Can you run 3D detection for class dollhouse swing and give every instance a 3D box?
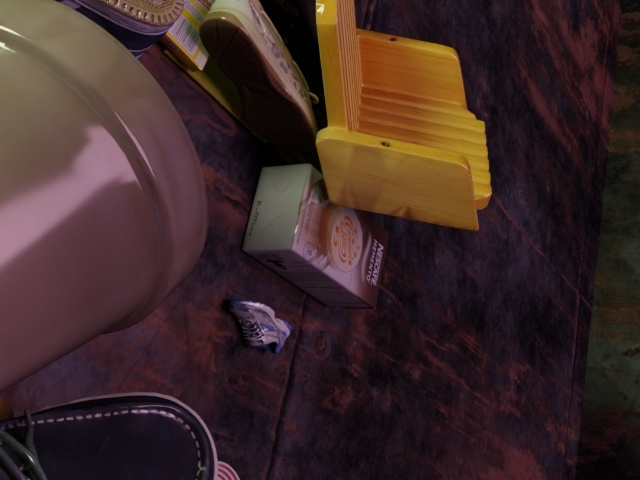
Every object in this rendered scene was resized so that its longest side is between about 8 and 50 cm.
[{"bbox_3d":[0.133,-0.259,1.292,0.347,0.315,0.305,-82,-177,-52],"label":"dollhouse swing"}]

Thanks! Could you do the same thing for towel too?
[{"bbox_3d":[-0.130,-0.242,1.240,0.237,0.021,0.102,40,56,-47],"label":"towel"}]

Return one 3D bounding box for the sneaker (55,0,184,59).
[{"bbox_3d":[-0.300,-0.285,0.942,0.282,0.153,0.099,28,64,-18],"label":"sneaker"}]

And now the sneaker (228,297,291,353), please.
[{"bbox_3d":[-0.089,0.127,1.255,0.135,0.052,0.058,41,60,-47],"label":"sneaker"}]

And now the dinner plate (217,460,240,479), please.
[{"bbox_3d":[-0.153,0.372,1.176,0.141,0.017,0.141,3,87,-56],"label":"dinner plate"}]

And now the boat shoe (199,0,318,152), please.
[{"bbox_3d":[-0.068,-0.232,1.209,0.285,0.104,0.089,60,40,-51],"label":"boat shoe"}]

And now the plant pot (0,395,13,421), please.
[{"bbox_3d":[-0.357,0.246,0.725,0.237,0.237,0.254,48,39,-44],"label":"plant pot"}]

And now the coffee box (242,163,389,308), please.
[{"bbox_3d":[0.000,0.000,1.349,0.246,0.098,0.141,37,59,-49],"label":"coffee box"}]

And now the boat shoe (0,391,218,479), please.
[{"bbox_3d":[-0.233,0.211,0.592,0.500,0.156,0.187,-10,66,-55],"label":"boat shoe"}]

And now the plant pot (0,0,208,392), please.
[{"bbox_3d":[-0.296,-0.002,0.697,0.280,0.323,0.323,-53,130,-49],"label":"plant pot"}]

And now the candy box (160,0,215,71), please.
[{"bbox_3d":[-0.204,-0.322,1.109,0.206,0.027,0.105,43,56,-39],"label":"candy box"}]
